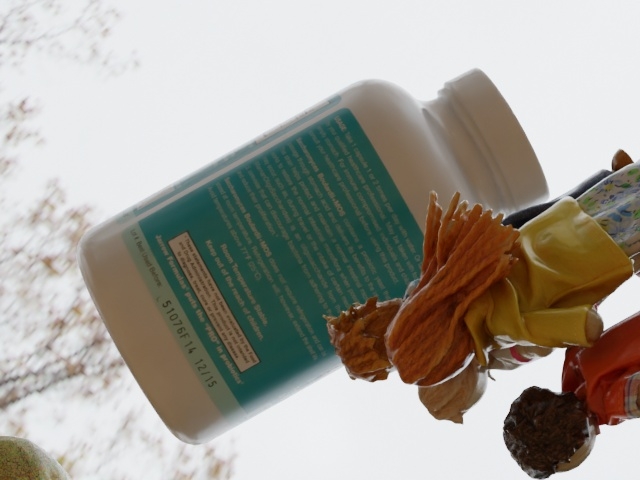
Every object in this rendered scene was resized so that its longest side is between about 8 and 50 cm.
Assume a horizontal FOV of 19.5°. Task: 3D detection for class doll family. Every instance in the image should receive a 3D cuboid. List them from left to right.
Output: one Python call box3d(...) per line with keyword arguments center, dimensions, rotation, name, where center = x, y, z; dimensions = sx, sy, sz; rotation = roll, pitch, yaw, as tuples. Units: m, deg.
box3d(center=(0.086, 0.018, 0.812), dimensions=(0.163, 0.263, 0.118), rotation=(-32, -84, -7), name="doll family")

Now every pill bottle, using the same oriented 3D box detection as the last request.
box3d(center=(0.000, 0.000, 1.105), dimensions=(0.264, 0.146, 0.146), rotation=(-29, -77, -1), name="pill bottle")

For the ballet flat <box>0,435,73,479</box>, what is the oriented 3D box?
box3d(center=(-0.171, 0.286, 1.198), dimensions=(0.123, 0.123, 0.349), rotation=(3, -60, 9), name="ballet flat")
